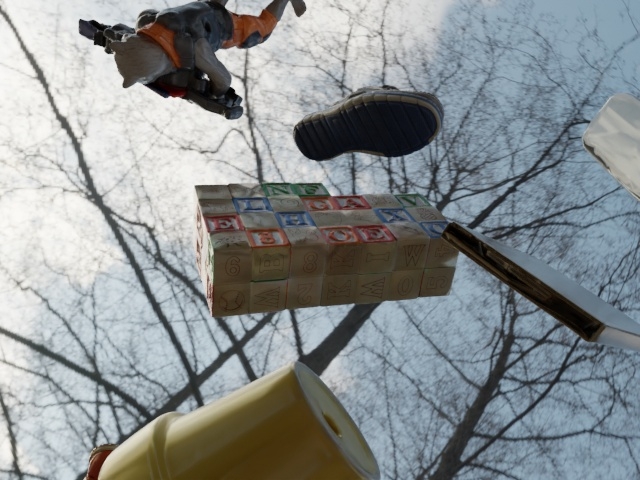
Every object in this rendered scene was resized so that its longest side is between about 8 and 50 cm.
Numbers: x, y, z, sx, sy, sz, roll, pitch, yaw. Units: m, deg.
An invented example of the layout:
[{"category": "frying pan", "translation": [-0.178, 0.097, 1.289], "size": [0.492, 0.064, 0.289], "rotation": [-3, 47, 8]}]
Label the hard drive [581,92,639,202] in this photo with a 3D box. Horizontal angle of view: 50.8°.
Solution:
[{"category": "hard drive", "translation": [0.292, 0.043, 0.340], "size": [0.307, 0.203, 0.040], "rotation": [29, -67, -13]}]

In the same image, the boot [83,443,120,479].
[{"category": "boot", "translation": [-0.340, 0.386, 1.048], "size": [0.059, 0.085, 0.158], "rotation": [15, -59, -19]}]

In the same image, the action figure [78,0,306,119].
[{"category": "action figure", "translation": [-0.229, -0.354, 1.079], "size": [0.341, 0.330, 0.179], "rotation": [26, -41, 12]}]

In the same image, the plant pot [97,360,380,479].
[{"category": "plant pot", "translation": [-0.073, 0.272, 0.754], "size": [0.239, 0.254, 0.254], "rotation": [-38, -101, 3]}]

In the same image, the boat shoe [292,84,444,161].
[{"category": "boat shoe", "translation": [0.051, -0.124, 0.665], "size": [0.183, 0.066, 0.066], "rotation": [3, -51, 45]}]

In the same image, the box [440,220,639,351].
[{"category": "box", "translation": [0.223, 0.049, 0.630], "size": [0.164, 0.201, 0.021], "rotation": [40, -75, 39]}]

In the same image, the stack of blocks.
[{"category": "stack of blocks", "translation": [0.000, 0.000, 0.837], "size": [0.171, 0.297, 0.087], "rotation": [-120, -148, -57]}]
